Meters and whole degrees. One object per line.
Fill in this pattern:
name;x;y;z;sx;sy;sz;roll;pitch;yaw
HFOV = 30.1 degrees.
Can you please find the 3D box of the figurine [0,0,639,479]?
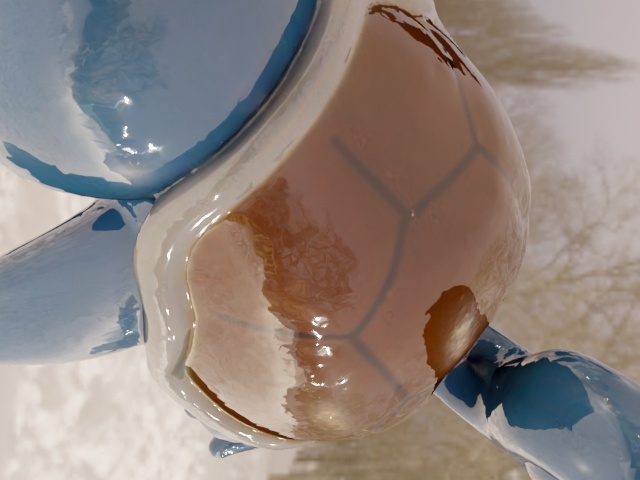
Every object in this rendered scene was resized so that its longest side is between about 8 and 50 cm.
figurine;-0.010;-0.005;0.520;0.416;0.298;0.243;44;-5;-27
